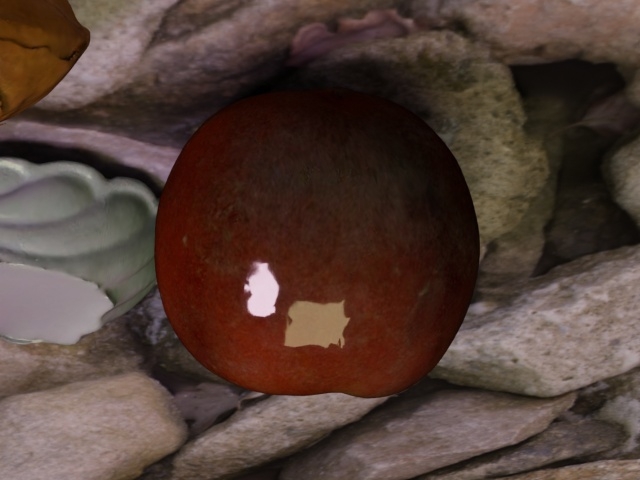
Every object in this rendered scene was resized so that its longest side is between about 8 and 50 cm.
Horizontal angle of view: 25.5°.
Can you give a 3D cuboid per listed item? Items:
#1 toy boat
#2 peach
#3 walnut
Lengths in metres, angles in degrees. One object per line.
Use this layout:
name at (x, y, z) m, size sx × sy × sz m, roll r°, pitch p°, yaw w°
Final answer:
toy boat at (-0.242, 0.014, 1.171) m, size 0.290 × 0.100 × 0.199 m, roll 23°, pitch 134°, yaw -38°
peach at (0.000, 0.000, 1.089) m, size 0.252 × 0.252 × 0.252 m, roll -5°, pitch 144°, yaw -3°
walnut at (-0.277, -0.136, 0.936) m, size 0.245 × 0.137 × 0.137 m, roll 5°, pitch 144°, yaw -1°
